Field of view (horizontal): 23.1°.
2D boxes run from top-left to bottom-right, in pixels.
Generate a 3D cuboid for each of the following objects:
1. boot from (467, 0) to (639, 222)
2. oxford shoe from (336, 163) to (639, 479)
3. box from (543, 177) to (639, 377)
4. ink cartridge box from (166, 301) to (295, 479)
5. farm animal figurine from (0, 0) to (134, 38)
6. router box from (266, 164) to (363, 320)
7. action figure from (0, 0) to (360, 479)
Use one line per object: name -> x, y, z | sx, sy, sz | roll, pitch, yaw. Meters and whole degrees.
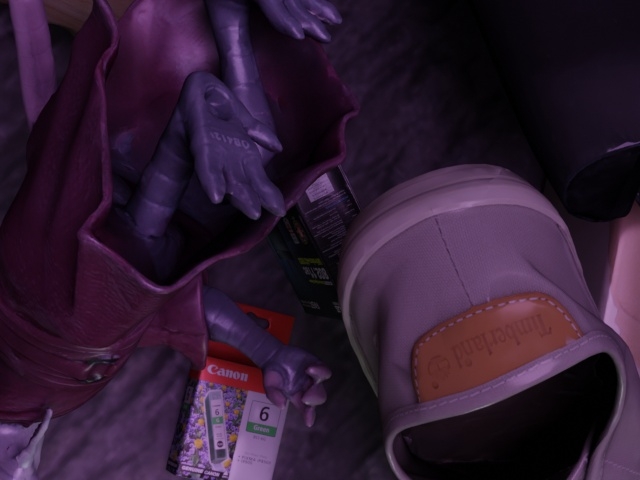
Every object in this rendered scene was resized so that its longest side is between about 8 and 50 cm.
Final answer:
boot -> 0.066, -0.213, 0.868 | 0.367, 0.146, 0.445 | -9, 71, -33
oxford shoe -> 0.126, 0.130, 0.884 | 0.169, 0.449, 0.130 | -25, 53, 5
box -> 0.239, -0.046, 1.040 | 0.148, 0.121, 0.311 | 12, 85, -18
ink cartridge box -> -0.052, 0.098, 0.988 | 0.063, 0.029, 0.115 | 15, 85, -17
farm animal figurine -> -0.223, -0.228, 0.858 | 0.330, 0.172, 0.327 | 63, 31, -8
router box -> 0.000, 0.000, 0.959 | 0.038, 0.122, 0.092 | -29, 97, -12
action figure -> -0.142, 0.019, 0.820 | 0.248, 0.370, 0.275 | -26, 74, -47
